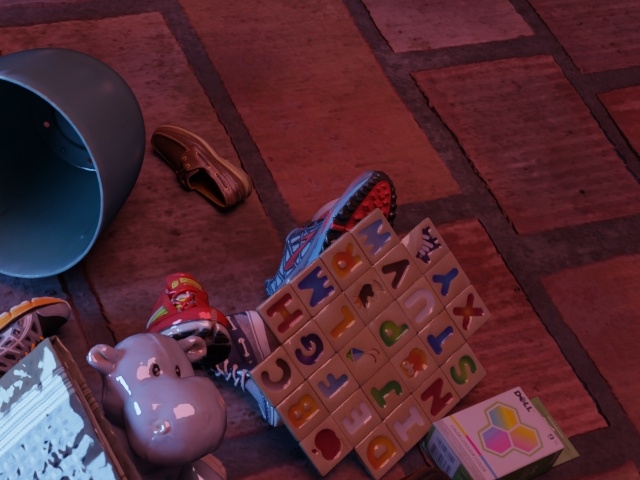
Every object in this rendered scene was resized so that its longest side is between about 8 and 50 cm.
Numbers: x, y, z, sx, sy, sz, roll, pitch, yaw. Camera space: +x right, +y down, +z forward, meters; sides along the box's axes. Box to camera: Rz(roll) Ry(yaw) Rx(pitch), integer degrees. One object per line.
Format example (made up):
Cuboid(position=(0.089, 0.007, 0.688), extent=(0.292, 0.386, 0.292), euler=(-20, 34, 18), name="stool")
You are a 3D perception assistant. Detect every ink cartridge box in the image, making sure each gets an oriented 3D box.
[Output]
Cuboid(position=(0.254, 0.269, 1.826), extent=(0.209, 0.062, 0.109), euler=(-17, 56, -29), name="ink cartridge box")

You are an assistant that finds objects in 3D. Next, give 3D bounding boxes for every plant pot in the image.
Cuboid(position=(-0.376, -0.131, 1.852), extent=(0.293, 0.293, 0.235), euler=(26, 33, 6), name="plant pot")

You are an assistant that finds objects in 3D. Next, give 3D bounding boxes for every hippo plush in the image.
Cuboid(position=(-0.182, 0.223, 1.582), extent=(0.234, 0.237, 0.294), euler=(3, 30, -39), name="hippo plush")

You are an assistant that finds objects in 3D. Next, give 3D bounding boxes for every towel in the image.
Cuboid(position=(-0.328, 0.316, 1.481), extent=(0.056, 0.324, 0.312), euler=(25, 28, -55), name="towel")

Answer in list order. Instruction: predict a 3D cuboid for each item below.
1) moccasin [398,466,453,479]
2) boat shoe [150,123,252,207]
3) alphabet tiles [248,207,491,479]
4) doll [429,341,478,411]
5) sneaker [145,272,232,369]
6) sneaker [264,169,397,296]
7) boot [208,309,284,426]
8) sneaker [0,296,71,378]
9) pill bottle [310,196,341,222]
Cuboid(position=(0.016, 0.397, 1.599), extent=(0.139, 0.147, 0.380), euler=(51, 48, 1), name="moccasin")
Cuboid(position=(-0.187, -0.111, 2.028), extent=(0.178, 0.064, 0.060), euler=(36, 47, 12), name="boat shoe")
Cuboid(position=(0.074, 0.136, 1.783), extent=(0.342, 0.011, 0.285), euler=(-40, 105, -25), name="alphabet tiles")
Cuboid(position=(0.128, 0.189, 1.871), extent=(0.189, 0.046, 0.129), euler=(-7, 51, -22), name="doll")
Cuboid(position=(-0.178, 0.097, 1.700), extent=(0.107, 0.279, 0.118), euler=(6, 80, -16), name="sneaker")
Cuboid(position=(0.000, 0.000, 1.865), extent=(0.104, 0.262, 0.125), euler=(19, 21, -43), name="sneaker")
Cuboid(position=(-0.106, 0.176, 1.805), extent=(0.086, 0.069, 0.190), euler=(-8, 44, -14), name="boot")
Cuboid(position=(-0.405, 0.145, 1.733), extent=(0.215, 0.084, 0.083), euler=(-32, 78, -32), name="sneaker")
Cuboid(position=(0.064, 0.038, 1.942), extent=(0.108, 0.108, 0.193), euler=(-8, 52, -23), name="pill bottle")
